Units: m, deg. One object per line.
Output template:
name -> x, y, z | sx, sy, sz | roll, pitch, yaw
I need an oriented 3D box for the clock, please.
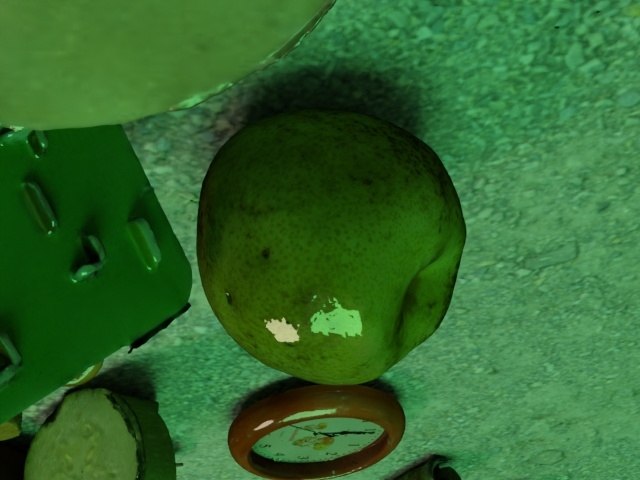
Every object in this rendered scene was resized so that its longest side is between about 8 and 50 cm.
clock -> -0.004, 0.218, 1.185 | 0.205, 0.051, 0.205 | -6, 146, -4

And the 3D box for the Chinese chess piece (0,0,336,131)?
Chinese chess piece -> -0.131, -0.191, 0.452 | 0.338, 0.140, 0.338 | -7, 148, -4

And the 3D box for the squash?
squash -> -0.207, 0.264, 1.058 | 0.133, 0.220, 0.220 | 20, 138, -35

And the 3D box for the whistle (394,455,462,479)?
whistle -> 0.075, 0.391, 1.455 | 0.057, 0.068, 0.326 | 3, 147, -41

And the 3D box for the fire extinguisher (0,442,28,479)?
fire extinguisher -> -0.317, 0.303, 1.205 | 0.105, 0.104, 0.269 | -27, 143, 27

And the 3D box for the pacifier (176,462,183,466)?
pacifier -> -0.209, 0.286, 1.223 | 0.099, 0.078, 0.081 | -8, 168, -2

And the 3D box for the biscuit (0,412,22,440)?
biscuit -> -0.384, 0.143, 0.881 | 0.240, 0.035, 0.158 | -4, 148, -1

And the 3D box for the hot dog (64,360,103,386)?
hot dog -> -0.309, 0.084, 0.897 | 0.270, 0.072, 0.109 | 4, 147, -15

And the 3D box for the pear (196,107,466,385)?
pear -> 0.000, 0.000, 0.739 | 0.197, 0.197, 0.197 | -6, 147, -4

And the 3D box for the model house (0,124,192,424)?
model house -> -0.335, -0.026, 0.685 | 0.300, 0.340, 0.324 | -34, -166, -35
